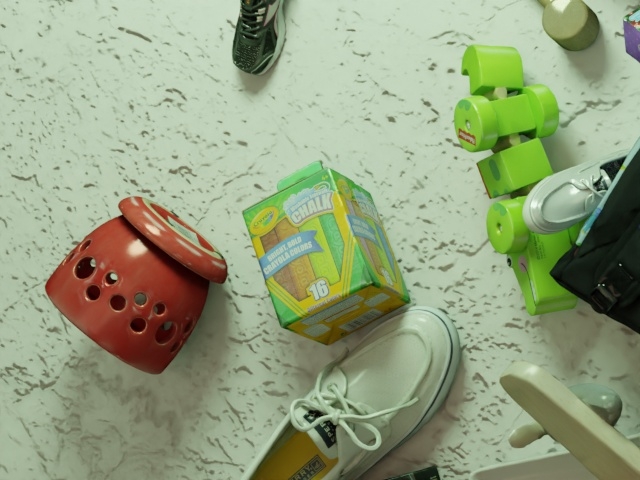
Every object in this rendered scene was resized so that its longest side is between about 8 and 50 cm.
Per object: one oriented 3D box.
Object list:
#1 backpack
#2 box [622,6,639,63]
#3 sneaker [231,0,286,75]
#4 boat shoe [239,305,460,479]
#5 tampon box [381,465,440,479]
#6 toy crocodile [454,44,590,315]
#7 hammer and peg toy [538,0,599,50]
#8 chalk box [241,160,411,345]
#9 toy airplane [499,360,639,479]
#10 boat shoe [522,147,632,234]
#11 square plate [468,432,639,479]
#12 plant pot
[{"bbox_3d":[0.470,-0.055,1.751,0.290,0.273,0.355,30,111,32],"label":"backpack"},{"bbox_3d":[0.494,-0.238,1.665,0.293,0.057,0.201,-32,49,-11],"label":"box"},{"bbox_3d":[-0.084,-0.306,2.056,0.072,0.077,0.178,13,92,23],"label":"sneaker"},{"bbox_3d":[0.016,0.222,1.945,0.367,0.156,0.136,-44,73,14],"label":"boat shoe"},{"bbox_3d":[0.097,0.370,1.935,0.120,0.101,0.161,-18,82,20],"label":"tampon box"},{"bbox_3d":[0.235,-0.077,1.906,0.115,0.105,0.340,-14,84,-23],"label":"toy crocodile"},{"bbox_3d":[0.323,-0.425,1.877,0.266,0.127,0.361,38,100,19],"label":"hammer and peg toy"},{"bbox_3d":[0.000,0.000,1.967,0.132,0.132,0.213,-29,67,17],"label":"chalk box"},{"bbox_3d":[0.386,0.303,1.685,0.384,0.272,0.386,6,122,34],"label":"toy airplane"},{"bbox_3d":[0.318,-0.061,1.842,0.184,0.063,0.066,-20,87,-24],"label":"boat shoe"},{"bbox_3d":[0.376,0.400,1.853,0.344,0.049,0.347,-17,81,20],"label":"square plate"},{"bbox_3d":[-0.230,0.048,2.035,0.191,0.191,0.174,38,95,19],"label":"plant pot"}]
